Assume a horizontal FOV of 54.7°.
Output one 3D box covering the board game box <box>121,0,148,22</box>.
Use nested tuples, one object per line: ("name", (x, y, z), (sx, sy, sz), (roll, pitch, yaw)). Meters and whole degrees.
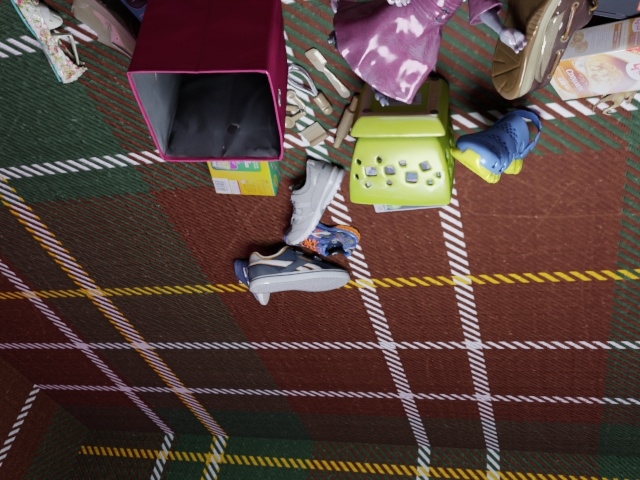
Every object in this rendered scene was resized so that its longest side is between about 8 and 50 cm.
("board game box", (-0.360, -0.609, 1.156), (0.253, 0.079, 0.336), (-20, 130, 33))

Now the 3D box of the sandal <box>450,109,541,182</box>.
("sandal", (0.380, -0.212, 1.313), (0.126, 0.317, 0.138), (42, 121, 15))

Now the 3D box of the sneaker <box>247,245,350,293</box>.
("sneaker", (-0.064, 0.083, 1.873), (0.320, 0.128, 0.126), (1, 152, -25))

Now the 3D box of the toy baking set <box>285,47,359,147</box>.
("toy baking set", (-0.007, -0.316, 1.444), (0.196, 0.030, 0.256), (21, 140, -10))

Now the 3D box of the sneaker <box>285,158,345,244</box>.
("sneaker", (-0.037, -0.108, 1.661), (0.115, 0.105, 0.281), (30, 127, -3))

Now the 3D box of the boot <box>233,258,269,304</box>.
("boot", (-0.222, 0.131, 2.011), (0.086, 0.069, 0.190), (7, 133, 18))

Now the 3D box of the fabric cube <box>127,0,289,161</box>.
("fabric cube", (-0.199, -0.332, 1.221), (0.258, 0.258, 0.254), (1, 149, 3))

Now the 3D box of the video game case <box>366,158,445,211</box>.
("video game case", (0.215, -0.144, 1.595), (0.190, 0.022, 0.173), (-4, 138, 19))

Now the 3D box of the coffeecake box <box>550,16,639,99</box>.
("coffeecake box", (0.532, -0.340, 1.174), (0.185, 0.068, 0.142), (0, 162, 41))

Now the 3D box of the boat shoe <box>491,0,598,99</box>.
("boat shoe", (0.398, -0.402, 1.054), (0.123, 0.123, 0.342), (-12, 136, -16))

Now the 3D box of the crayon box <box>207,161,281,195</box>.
("crayon box", (-0.203, -0.237, 1.550), (0.165, 0.081, 0.279), (4, 139, 10))

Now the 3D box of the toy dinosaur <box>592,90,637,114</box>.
("toy dinosaur", (0.603, -0.296, 1.255), (0.183, 0.053, 0.092), (-21, 171, -7))

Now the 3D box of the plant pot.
("plant pot", (0.180, -0.226, 1.358), (0.228, 0.227, 0.207), (3, 133, 13))

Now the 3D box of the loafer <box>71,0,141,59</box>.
("loafer", (-0.426, -0.454, 1.349), (0.092, 0.102, 0.268), (-28, 116, 40))

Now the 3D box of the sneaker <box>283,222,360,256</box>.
("sneaker", (0.000, 0.000, 1.771), (0.221, 0.087, 0.083), (2, 139, 12))

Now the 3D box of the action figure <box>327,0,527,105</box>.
("action figure", (0.203, -0.428, 1.116), (0.248, 0.276, 0.370), (28, 130, -27))

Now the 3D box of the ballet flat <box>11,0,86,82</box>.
("ballet flat", (-0.608, -0.469, 1.403), (0.077, 0.091, 0.241), (-22, 141, -5))

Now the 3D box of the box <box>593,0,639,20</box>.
("box", (0.474, -0.560, 0.977), (0.318, 0.097, 0.395), (13, 142, 4))
